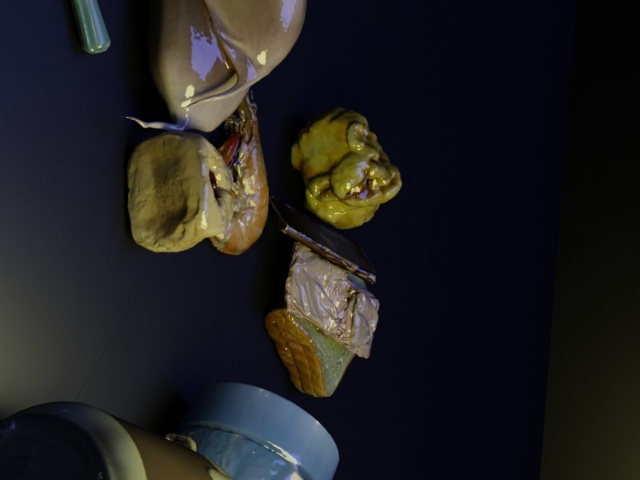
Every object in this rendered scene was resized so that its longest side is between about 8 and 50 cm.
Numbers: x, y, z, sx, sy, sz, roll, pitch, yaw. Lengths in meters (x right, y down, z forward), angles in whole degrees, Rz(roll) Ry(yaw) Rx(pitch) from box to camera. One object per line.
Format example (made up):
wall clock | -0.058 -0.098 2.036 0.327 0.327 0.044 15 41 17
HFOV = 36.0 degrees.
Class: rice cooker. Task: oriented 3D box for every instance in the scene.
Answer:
rice cooker | -0.259 0.380 1.161 0.325 0.335 0.335 44 53 -52

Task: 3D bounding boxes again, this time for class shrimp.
shrimp | -0.146 -0.118 1.611 0.152 0.063 0.287 -10 100 -48

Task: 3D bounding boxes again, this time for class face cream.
face cream | -0.123 0.370 1.456 0.225 0.249 0.249 -63 140 -39

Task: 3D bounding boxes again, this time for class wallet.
wallet | 0.000 0.000 1.761 0.232 0.122 0.031 29 107 -33

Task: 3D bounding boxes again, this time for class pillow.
pillow | 0.027 0.109 1.762 0.248 0.049 0.135 36 56 -36

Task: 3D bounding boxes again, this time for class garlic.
garlic | -0.140 -0.313 1.448 0.246 0.231 0.340 26 62 -60

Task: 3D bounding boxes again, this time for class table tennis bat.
table tennis bat | -0.331 -0.370 1.310 0.153 0.040 0.244 -36 117 -55

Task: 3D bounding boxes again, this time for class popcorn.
popcorn | 0.059 -0.130 1.818 0.200 0.203 0.226 -4 103 -54

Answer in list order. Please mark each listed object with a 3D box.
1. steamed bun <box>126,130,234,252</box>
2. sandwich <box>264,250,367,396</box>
steamed bun | -0.189 -0.071 1.455 0.155 0.140 0.172 -4 90 -64
sandwich | 0.008 0.149 1.844 0.251 0.087 0.226 -52 134 -46
